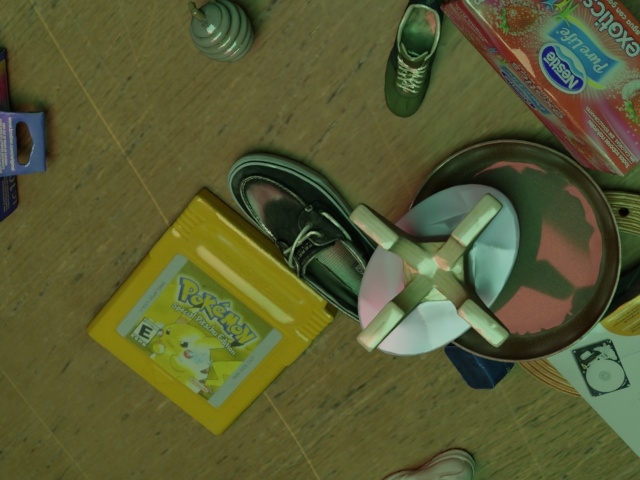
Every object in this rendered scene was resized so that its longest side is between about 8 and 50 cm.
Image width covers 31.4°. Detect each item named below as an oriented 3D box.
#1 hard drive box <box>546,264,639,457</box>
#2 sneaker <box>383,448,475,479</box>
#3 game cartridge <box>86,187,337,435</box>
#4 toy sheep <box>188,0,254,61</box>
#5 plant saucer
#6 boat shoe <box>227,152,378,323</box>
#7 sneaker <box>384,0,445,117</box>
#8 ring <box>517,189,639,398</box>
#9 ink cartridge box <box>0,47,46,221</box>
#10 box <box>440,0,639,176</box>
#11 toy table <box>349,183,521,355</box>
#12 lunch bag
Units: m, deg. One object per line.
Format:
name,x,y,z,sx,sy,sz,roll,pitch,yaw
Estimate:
hard drive box,0.462,0.177,1.604,0.232,0.089,0.181,45,116,-9
sneaker,0.152,0.413,1.814,0.212,0.094,0.080,-39,102,25
game cartridge,-0.171,0.120,1.781,0.285,0.052,0.323,39,117,-6
toy sheep,-0.138,-0.290,1.554,0.091,0.132,0.091,-8,76,32
plant saucer,0.266,0.014,1.590,0.311,0.050,0.310,3,98,23
boat shoe,0.000,0.000,1.648,0.335,0.119,0.121,38,117,-5
sneaker,0.121,-0.247,1.527,0.064,0.086,0.192,17,117,5
ring,0.412,0.081,1.639,0.337,0.032,0.336,5,115,10
ink cartridge box,-0.615,-0.158,1.704,0.396,0.151,0.270,9,116,11
box,0.310,-0.237,1.431,0.142,0.154,0.300,-44,100,1
toy table,0.150,0.045,1.509,0.252,0.161,0.274,31,98,11
lunch bag,0.242,0.173,1.695,0.098,0.065,0.067,55,151,-15
